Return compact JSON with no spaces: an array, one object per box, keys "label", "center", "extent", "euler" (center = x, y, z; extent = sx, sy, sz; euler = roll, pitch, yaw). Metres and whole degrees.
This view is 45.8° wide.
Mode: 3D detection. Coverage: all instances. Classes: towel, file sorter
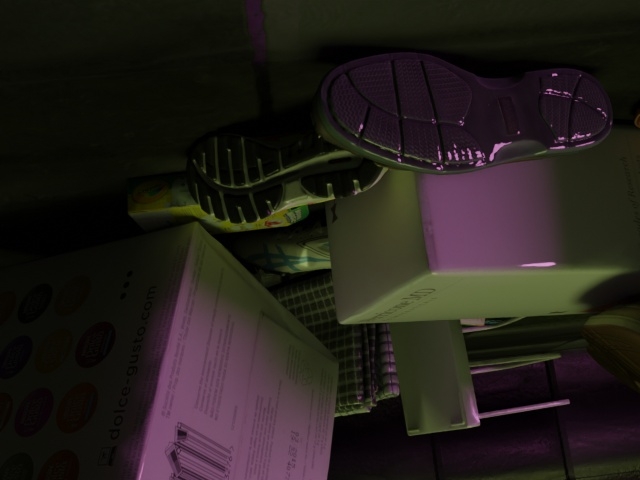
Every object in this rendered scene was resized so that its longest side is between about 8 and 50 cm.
[{"label":"towel","center":[-0.007,0.180,1.285],"extent":[0.121,0.235,0.283],"euler":[15,154,-40]},{"label":"file sorter","center":[0.210,0.115,1.054],"extent":[0.173,0.278,0.193],"euler":[-4,164,-17]}]

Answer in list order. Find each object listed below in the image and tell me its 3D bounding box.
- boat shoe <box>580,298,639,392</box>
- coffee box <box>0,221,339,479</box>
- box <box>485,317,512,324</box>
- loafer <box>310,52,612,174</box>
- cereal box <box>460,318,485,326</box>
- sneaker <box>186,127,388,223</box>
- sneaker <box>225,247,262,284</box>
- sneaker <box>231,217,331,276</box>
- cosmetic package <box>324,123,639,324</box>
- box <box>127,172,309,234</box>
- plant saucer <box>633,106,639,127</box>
[{"label":"boat shoe","center":[0.356,0.101,0.820],"extent":[0.098,0.109,0.302],"euler":[-49,158,2]},{"label":"coffee box","center":[-0.212,0.233,0.880],"extent":[0.334,0.338,0.338],"euler":[-11,143,27]},{"label":"box","center":[0.332,0.155,1.661],"extent":[0.220,0.051,0.175],"euler":[9,159,-42]},{"label":"loafer","center":[0.112,-0.093,0.623],"extent":[0.267,0.096,0.084],"euler":[-2,170,-22]},{"label":"cereal box","center":[0.183,0.127,1.434],"extent":[0.173,0.047,0.240],"euler":[4,175,39]},{"label":"sneaker","center":[-0.026,-0.063,0.698],"extent":[0.208,0.082,0.094],"euler":[-1,-170,24]},{"label":"sneaker","center":[-0.209,0.057,1.050],"extent":[0.275,0.107,0.110],"euler":[-2,179,13]},{"label":"sneaker","center":[0.000,0.000,0.962],"extent":[0.237,0.086,0.085],"euler":[1,-164,16]},{"label":"cosmetic package","center":[0.257,-0.013,0.830],"extent":[0.453,0.162,0.230],"euler":[0,163,-20]},{"label":"box","center":[-0.104,-0.041,0.807],"extent":[0.179,0.043,0.105],"euler":[-4,164,1]},{"label":"plant saucer","center":[0.343,-0.128,0.724],"extent":[0.083,0.013,0.083],"euler":[-6,164,-2]}]
